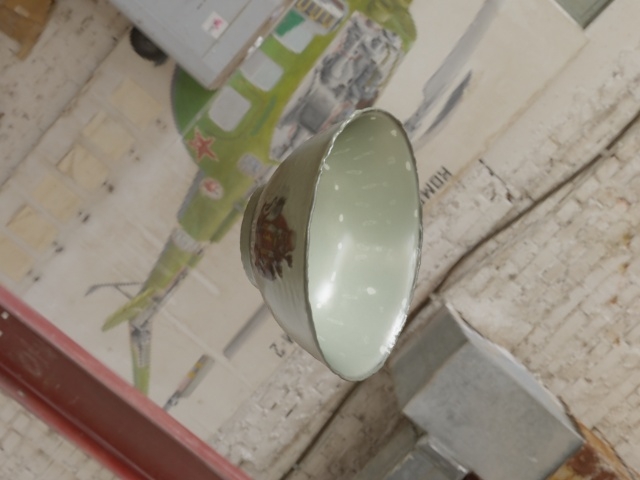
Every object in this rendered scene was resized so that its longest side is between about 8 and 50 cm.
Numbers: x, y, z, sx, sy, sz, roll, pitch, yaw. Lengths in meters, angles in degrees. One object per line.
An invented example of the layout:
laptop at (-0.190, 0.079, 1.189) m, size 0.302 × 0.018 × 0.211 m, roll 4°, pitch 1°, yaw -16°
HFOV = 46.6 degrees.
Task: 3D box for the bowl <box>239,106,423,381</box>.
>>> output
bowl at (0.000, 0.000, 0.944) m, size 0.157 × 0.337 × 0.337 m, roll 5°, pitch -140°, yaw 28°
